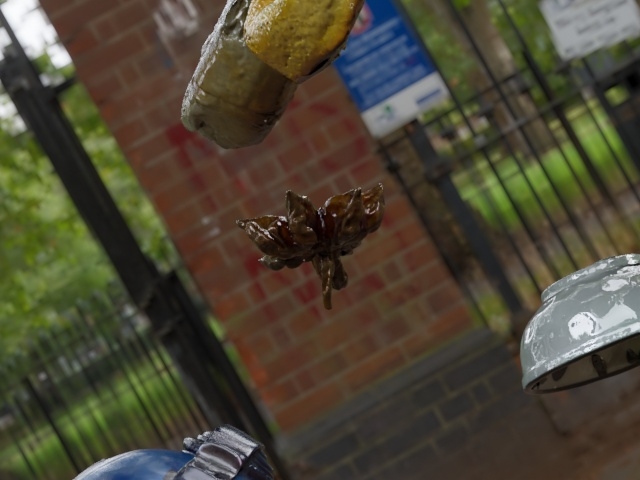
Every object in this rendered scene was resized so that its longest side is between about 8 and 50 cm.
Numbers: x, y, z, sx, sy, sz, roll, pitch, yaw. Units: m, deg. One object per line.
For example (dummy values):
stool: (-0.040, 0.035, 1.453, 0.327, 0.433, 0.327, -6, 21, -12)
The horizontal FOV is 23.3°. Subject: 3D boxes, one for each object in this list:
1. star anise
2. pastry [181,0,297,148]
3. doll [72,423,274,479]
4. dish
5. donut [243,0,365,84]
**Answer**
star anise: (0.003, -0.006, 2.068, 0.196, 0.212, 0.111, -44, 41, 14)
pastry: (-0.075, -0.276, 2.076, 0.329, 0.136, 0.329, -155, 90, -84)
doll: (-0.134, 0.294, 1.315, 0.284, 0.240, 0.310, -58, -13, -16)
dish: (0.377, 0.097, 2.008, 0.303, 0.120, 0.303, -18, -16, -5)
donut: (0.006, -0.302, 1.805, 0.253, 0.118, 0.253, -52, 20, 28)
